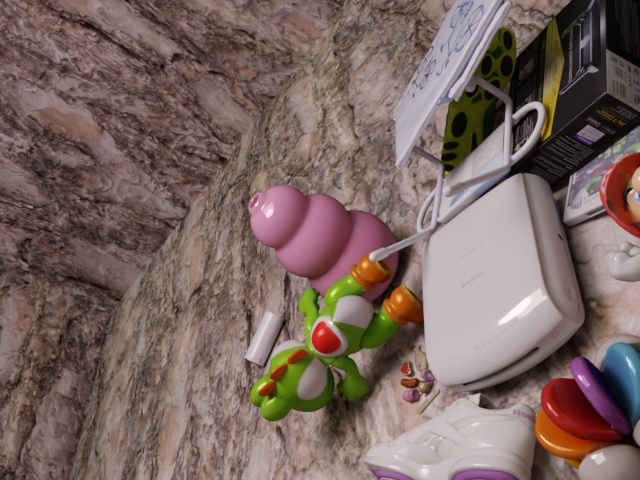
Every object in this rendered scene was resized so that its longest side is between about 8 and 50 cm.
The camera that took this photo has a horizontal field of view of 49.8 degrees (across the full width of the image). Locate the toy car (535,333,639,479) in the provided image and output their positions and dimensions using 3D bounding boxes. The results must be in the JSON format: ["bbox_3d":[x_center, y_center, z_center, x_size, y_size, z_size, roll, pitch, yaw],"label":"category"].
[{"bbox_3d":[0.328,0.189,0.798,0.182,0.136,0.159,-48,26,24],"label":"toy car"}]

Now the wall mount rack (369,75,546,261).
[{"bbox_3d":[0.214,-0.103,1.161,0.350,0.130,0.304,-47,20,48],"label":"wall mount rack"}]

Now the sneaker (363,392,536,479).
[{"bbox_3d":[0.191,0.306,1.006,0.305,0.114,0.152,-22,30,48],"label":"sneaker"}]

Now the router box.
[{"bbox_3d":[0.415,-0.259,1.147,0.243,0.081,0.309,-47,23,53],"label":"router box"}]

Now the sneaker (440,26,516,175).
[{"bbox_3d":[0.293,-0.266,1.332,0.123,0.109,0.296,-65,-11,-65],"label":"sneaker"}]

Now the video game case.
[{"bbox_3d":[0.443,-0.131,1.041,0.173,0.022,0.191,-38,29,61],"label":"video game case"}]

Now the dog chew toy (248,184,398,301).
[{"bbox_3d":[0.000,0.000,1.419,0.206,0.331,0.207,-44,29,32],"label":"dog chew toy"}]

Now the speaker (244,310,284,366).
[{"bbox_3d":[-0.143,0.249,1.759,0.055,0.055,0.136,-3,60,62],"label":"speaker"}]

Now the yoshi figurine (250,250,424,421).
[{"bbox_3d":[0.026,0.200,1.313,0.362,0.203,0.203,-44,25,5],"label":"yoshi figurine"}]

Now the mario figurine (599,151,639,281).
[{"bbox_3d":[0.441,-0.035,0.781,0.198,0.170,0.320,-29,27,-16],"label":"mario figurine"}]

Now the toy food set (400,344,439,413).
[{"bbox_3d":[0.164,0.242,1.205,0.078,0.019,0.122,-53,24,15],"label":"toy food set"}]

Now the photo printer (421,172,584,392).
[{"bbox_3d":[0.272,0.074,1.077,0.256,0.107,0.308,-40,30,37],"label":"photo printer"}]

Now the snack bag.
[{"bbox_3d":[0.224,-0.315,1.255,0.343,0.037,0.323,-60,10,29],"label":"snack bag"}]
